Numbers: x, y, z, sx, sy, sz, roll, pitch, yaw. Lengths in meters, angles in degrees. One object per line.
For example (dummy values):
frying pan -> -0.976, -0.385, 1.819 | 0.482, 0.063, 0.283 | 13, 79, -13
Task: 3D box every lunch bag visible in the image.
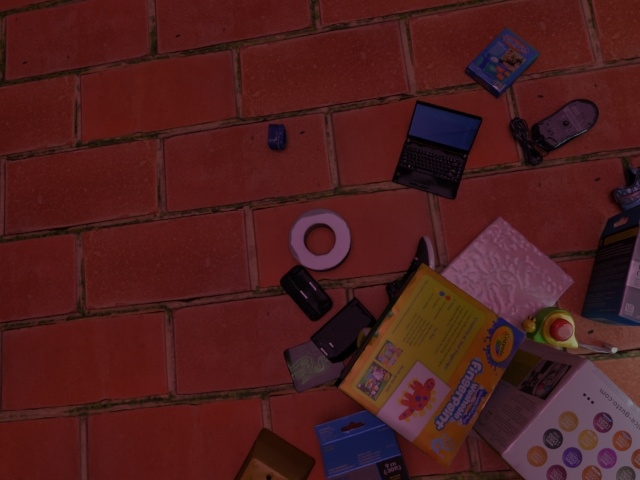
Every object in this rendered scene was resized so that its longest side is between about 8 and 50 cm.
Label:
lunch bag -> -0.157, -0.381, 1.724 | 0.065, 0.067, 0.098 | 1, 81, 7

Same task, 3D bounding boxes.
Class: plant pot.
plant pot -> -0.165, 0.762, 1.468 | 0.212, 0.187, 0.212 | 28, 85, 10

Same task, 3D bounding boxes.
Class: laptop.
laptop -> 0.401, -0.311, 1.613 | 0.234, 0.136, 0.264 | 18, 83, 10

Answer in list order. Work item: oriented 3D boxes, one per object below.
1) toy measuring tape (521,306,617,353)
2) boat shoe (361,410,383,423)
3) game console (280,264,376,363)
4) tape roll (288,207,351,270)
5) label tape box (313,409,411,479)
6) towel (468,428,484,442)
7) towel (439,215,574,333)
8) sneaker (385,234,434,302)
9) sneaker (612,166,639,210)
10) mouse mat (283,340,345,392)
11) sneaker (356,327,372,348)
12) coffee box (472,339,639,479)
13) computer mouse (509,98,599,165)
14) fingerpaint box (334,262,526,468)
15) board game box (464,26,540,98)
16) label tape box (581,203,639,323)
toy measuring tape -> 0.789, 0.277, 1.460 | 0.330, 0.121, 0.121 | 11, 81, -9
boat shoe -> 0.255, 0.531, 1.508 | 0.268, 0.096, 0.088 | -14, 75, 3
game console -> 0.013, 0.232, 1.612 | 0.213, 0.044, 0.361 | -41, 78, -4
tape roll -> 0.000, 0.000, 1.639 | 0.219, 0.072, 0.219 | -1, 81, 6
label tape box -> 0.142, 0.708, 1.427 | 0.241, 0.106, 0.333 | -19, 101, 3
towel -> 0.504, 0.497, 1.509 | 0.187, 0.049, 0.282 | 15, 84, 10
towel -> 0.612, 0.133, 1.556 | 0.317, 0.053, 0.332 | -44, 79, -3
sneaker -> 0.298, 0.124, 1.565 | 0.147, 0.104, 0.295 | 5, 85, 2
sneaker -> 1.086, -0.213, 1.536 | 0.262, 0.104, 0.125 | -42, 76, -2
mouse mat -> -0.020, 0.422, 1.602 | 0.190, 0.007, 0.152 | -21, 79, 3
sneaker -> 0.174, 0.407, 1.539 | 0.126, 0.091, 0.240 | 7, 105, -20
coffee box -> 0.663, 0.533, 1.305 | 0.337, 0.338, 0.334 | 44, 86, 1
computer mouse -> 0.819, -0.393, 1.620 | 0.272, 0.072, 0.188 | -26, 80, 14
fingerpaint box -> 0.319, 0.359, 1.385 | 0.371, 0.163, 0.444 | 35, 77, 6
board game box -> 0.659, -0.646, 1.686 | 0.210, 0.047, 0.160 | -45, 78, -2
label tape box -> 0.945, 0.084, 1.425 | 0.115, 0.249, 0.347 | 18, 83, 10
